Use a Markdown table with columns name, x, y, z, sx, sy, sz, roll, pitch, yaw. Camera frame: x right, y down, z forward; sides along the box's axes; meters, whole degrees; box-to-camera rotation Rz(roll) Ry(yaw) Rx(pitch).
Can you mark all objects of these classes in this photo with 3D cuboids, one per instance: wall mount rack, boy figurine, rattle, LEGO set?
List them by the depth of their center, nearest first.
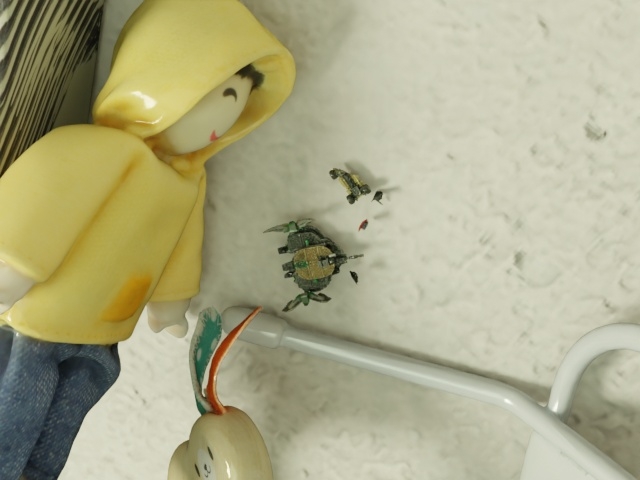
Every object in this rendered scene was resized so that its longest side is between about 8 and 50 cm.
| name | x | y | z | sx | sy | sz | roll | pitch | yaw |
| --- | --- | --- | --- | --- | --- | --- | --- | --- | --- |
| boy figurine | -0.102 | 0.012 | 0.567 | 0.092 | 0.177 | 0.285 | 26 | 87 | 24 |
| rattle | -0.086 | 0.141 | 0.593 | 0.142 | 0.130 | 0.200 | -10 | 116 | -12 |
| LEGO set | 0.003 | 0.000 | 0.605 | 0.083 | 0.023 | 0.054 | -42 | 99 | 15 |
| wall mount rack | 0.067 | 0.186 | 0.615 | 0.304 | 0.130 | 0.350 | 36 | 127 | 44 |

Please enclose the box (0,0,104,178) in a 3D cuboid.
| name | x | y | z | sx | sy | sz | roll | pitch | yaw |
| --- | --- | --- | --- | --- | --- | --- | --- | --- | --- |
| box | -0.174 | -0.081 | 0.570 | 0.094 | 0.113 | 0.275 | 18 | 119 | 9 |
